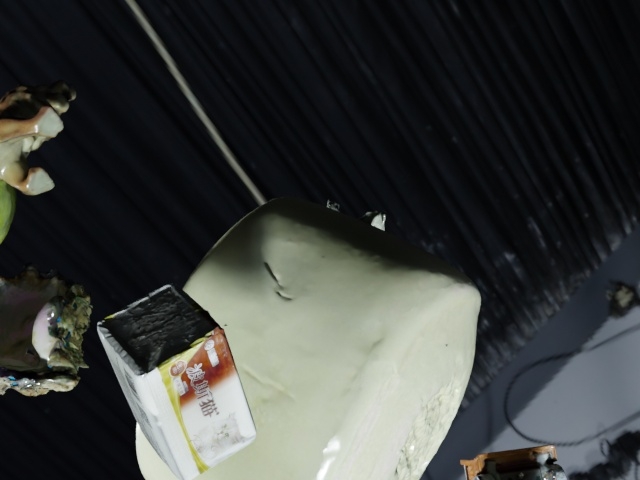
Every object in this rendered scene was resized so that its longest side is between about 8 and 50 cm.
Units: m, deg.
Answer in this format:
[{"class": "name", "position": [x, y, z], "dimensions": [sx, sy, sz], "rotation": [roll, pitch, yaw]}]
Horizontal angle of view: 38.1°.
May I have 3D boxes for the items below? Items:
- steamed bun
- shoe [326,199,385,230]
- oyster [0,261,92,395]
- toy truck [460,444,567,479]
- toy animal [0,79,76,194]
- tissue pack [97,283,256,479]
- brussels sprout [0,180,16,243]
[{"class": "steamed bun", "position": [-0.036, 0.183, 1.204], "dimensions": [0.371, 0.290, 0.456], "rotation": [24, 90, 25]}, {"class": "shoe", "position": [0.000, 0.000, 2.198], "dimensions": [0.341, 0.211, 0.132], "rotation": [2, 23, -7]}, {"class": "oyster", "position": [-0.401, 0.123, 1.272], "dimensions": [0.198, 0.092, 0.259], "rotation": [-40, 36, -23]}, {"class": "toy truck", "position": [0.378, 0.595, 1.770], "dimensions": [0.173, 0.388, 0.207], "rotation": [-5, -12, -11]}, {"class": "toy animal", "position": [-0.413, -0.092, 1.132], "dimensions": [0.312, 0.097, 0.157], "rotation": [-42, 39, -17]}, {"class": "tissue pack", "position": [-0.136, 0.136, 0.902], "dimensions": [0.099, 0.149, 0.106], "rotation": [-30, 39, -22]}, {"class": "brussels sprout", "position": [-0.630, -0.072, 1.526], "dimensions": [0.259, 0.227, 0.295], "rotation": [-9, 58, 45]}]
